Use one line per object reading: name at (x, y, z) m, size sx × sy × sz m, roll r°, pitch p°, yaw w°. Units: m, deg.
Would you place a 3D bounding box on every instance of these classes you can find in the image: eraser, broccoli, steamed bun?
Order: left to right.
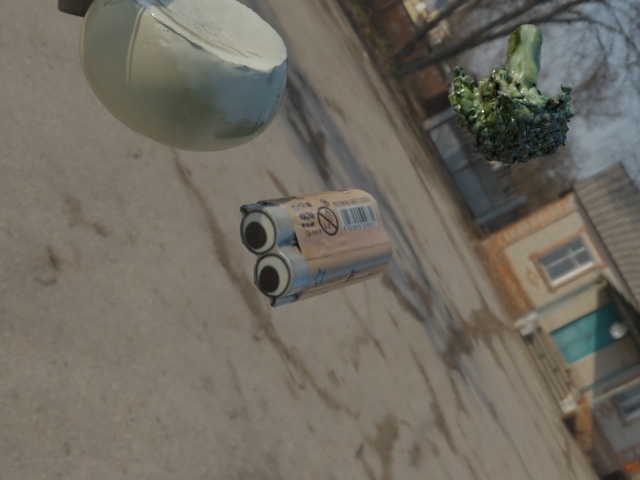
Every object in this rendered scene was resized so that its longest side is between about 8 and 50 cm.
steamed bun at (-0.215, -0.267, 1.383) m, size 0.324 × 0.206 × 0.324 m, roll 26°, pitch 29°, yaw -15°
eraser at (0.000, 0.000, 1.484) m, size 0.290 × 0.087 × 0.171 m, roll -13°, pitch 81°, yaw -53°
broccoli at (0.304, -0.251, 1.505) m, size 0.177 × 0.198 × 0.275 m, roll 96°, pitch -12°, yaw -56°

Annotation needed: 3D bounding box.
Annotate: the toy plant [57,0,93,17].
toy plant at (-0.351, -0.571, 1.483) m, size 0.279 × 0.185 × 0.400 m, roll -17°, pitch 120°, yaw -60°
